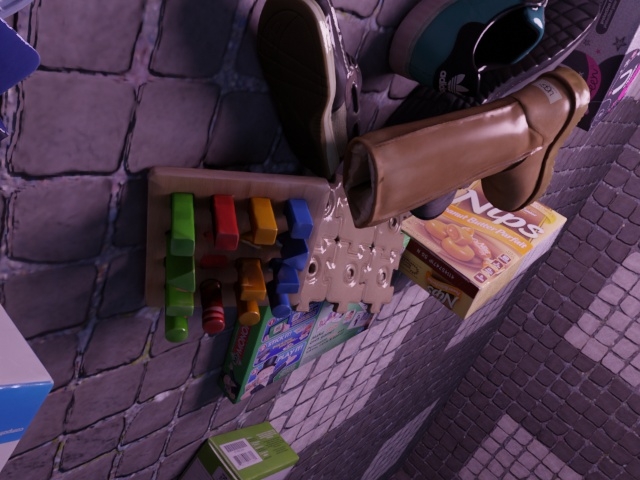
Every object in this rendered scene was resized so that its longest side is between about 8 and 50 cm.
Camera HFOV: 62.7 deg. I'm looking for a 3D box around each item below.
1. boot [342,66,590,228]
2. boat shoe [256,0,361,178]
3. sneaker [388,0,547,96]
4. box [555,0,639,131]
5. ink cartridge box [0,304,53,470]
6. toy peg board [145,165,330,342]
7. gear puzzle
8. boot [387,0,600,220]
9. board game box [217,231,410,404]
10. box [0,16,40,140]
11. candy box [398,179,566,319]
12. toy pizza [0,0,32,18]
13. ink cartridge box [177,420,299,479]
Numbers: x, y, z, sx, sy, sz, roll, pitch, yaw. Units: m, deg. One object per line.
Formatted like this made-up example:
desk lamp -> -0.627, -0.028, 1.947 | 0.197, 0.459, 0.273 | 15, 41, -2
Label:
boot -> 0.152, -0.077, 0.617 | 0.270, 0.089, 0.236 | -24, 147, -16
boat shoe -> 0.000, -0.146, 0.487 | 0.073, 0.080, 0.223 | -48, 158, -18
sneaker -> 0.222, -0.273, 0.606 | 0.302, 0.121, 0.108 | -46, 152, -10
box -> 0.402, -0.317, 0.775 | 0.142, 0.163, 0.247 | -37, 149, -27
ink cartridge box -> -0.286, 0.138, 0.335 | 0.231, 0.134, 0.078 | -56, 153, 9
toy peg board -> -0.078, 0.024, 0.489 | 0.161, 0.079, 0.161 | 2, 130, -18
gear puzzle -> 0.000, 0.000, 0.654 | 0.339, 0.044, 0.175 | 11, 91, -51
boot -> 0.237, -0.191, 0.763 | 0.338, 0.118, 0.223 | -39, 155, 2
board game box -> -0.001, 0.105, 0.816 | 0.317, 0.046, 0.213 | -18, 137, -46
box -> -0.249, -0.046, 0.225 | 0.225, 0.036, 0.136 | -39, 155, -3
candy box -> 0.290, -0.005, 0.967 | 0.317, 0.183, 0.087 | -28, 146, -37
toy pizza -> -0.186, -0.182, 0.207 | 0.201, 0.032, 0.201 | -37, 150, -26
ink cartridge box -> -0.182, 0.461, 0.928 | 0.255, 0.097, 0.189 | -54, 153, 9
